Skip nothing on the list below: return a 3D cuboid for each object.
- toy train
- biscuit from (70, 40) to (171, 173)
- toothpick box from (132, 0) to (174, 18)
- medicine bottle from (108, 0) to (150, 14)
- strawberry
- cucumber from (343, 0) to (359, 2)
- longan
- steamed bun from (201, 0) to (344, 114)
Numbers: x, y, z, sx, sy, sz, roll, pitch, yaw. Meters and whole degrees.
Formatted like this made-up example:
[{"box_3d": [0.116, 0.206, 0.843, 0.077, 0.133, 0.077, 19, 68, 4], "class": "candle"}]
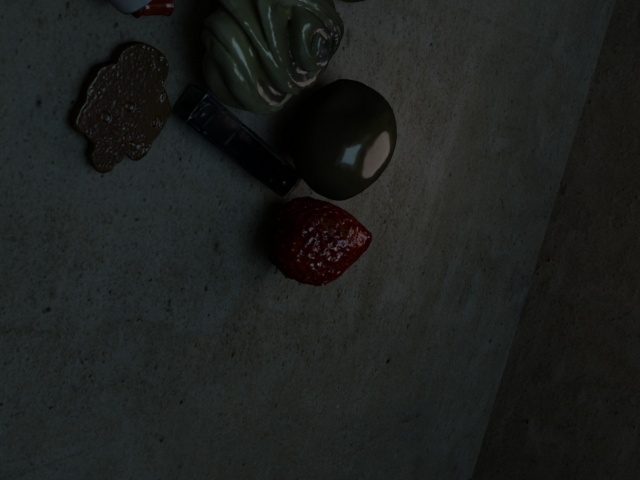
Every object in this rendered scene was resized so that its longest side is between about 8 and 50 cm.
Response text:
[{"box_3d": [-0.191, -0.232, 1.781, 0.086, 0.089, 0.409, -53, 141, 0], "class": "toy train"}, {"box_3d": [-0.417, -0.279, 1.544, 0.208, 0.041, 0.290, 24, 91, -50], "class": "biscuit"}, {"box_3d": [-0.351, -0.487, 1.509, 0.083, 0.047, 0.047, -20, 122, -41], "class": "toothpick box"}, {"box_3d": [-0.411, -0.548, 1.331, 0.152, 0.152, 0.254, -59, 141, -8], "class": "medicine bottle"}, {"box_3d": [0.000, 0.000, 1.964, 0.277, 0.257, 0.257, 2, 113, -4], "class": "strawberry"}, {"box_3d": [0.130, -0.671, 1.942, 0.250, 0.056, 0.056, -26, 127, -34], "class": "cucumber"}, {"box_3d": [0.057, -0.261, 1.892, 0.350, 0.289, 0.288, -58, 145, -42], "class": "longan"}, {"box_3d": [-0.088, -0.442, 1.621, 0.352, 0.247, 0.339, -50, 164, -34], "class": "steamed bun"}]
